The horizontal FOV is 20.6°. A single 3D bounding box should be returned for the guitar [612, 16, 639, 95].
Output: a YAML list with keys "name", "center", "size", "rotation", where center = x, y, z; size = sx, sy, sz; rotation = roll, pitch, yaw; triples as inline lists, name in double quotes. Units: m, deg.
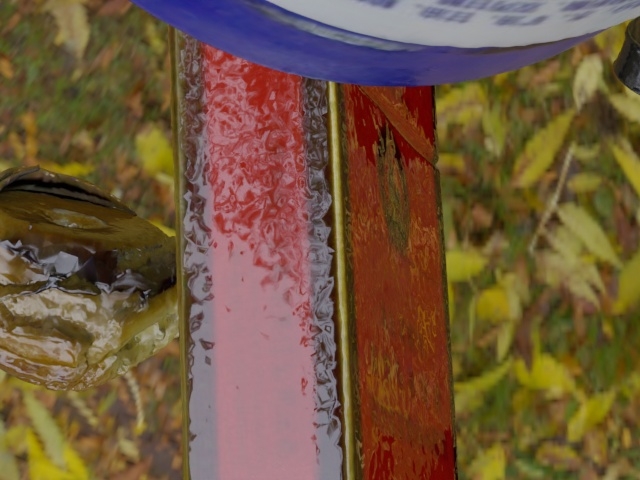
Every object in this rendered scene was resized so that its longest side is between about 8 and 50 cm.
- name: "guitar"
  center: [0.259, -0.162, 1.151]
  size: [0.083, 0.271, 0.038]
  rotation: [24, 130, 8]

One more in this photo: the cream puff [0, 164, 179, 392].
- name: "cream puff"
  center: [-0.129, 0.024, 0.915]
  size: [0.133, 0.119, 0.104]
  rotation: [9, 106, -36]

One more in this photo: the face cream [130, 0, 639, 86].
- name: "face cream"
  center: [0.024, -0.141, 0.340]
  size: [0.206, 0.111, 0.206]
  rotation: [5, 75, -19]

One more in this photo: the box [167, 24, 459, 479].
- name: "box"
  center: [0.001, 0.000, 0.678]
  size: [0.074, 0.153, 0.240]
  rotation: [-9, 73, 21]
